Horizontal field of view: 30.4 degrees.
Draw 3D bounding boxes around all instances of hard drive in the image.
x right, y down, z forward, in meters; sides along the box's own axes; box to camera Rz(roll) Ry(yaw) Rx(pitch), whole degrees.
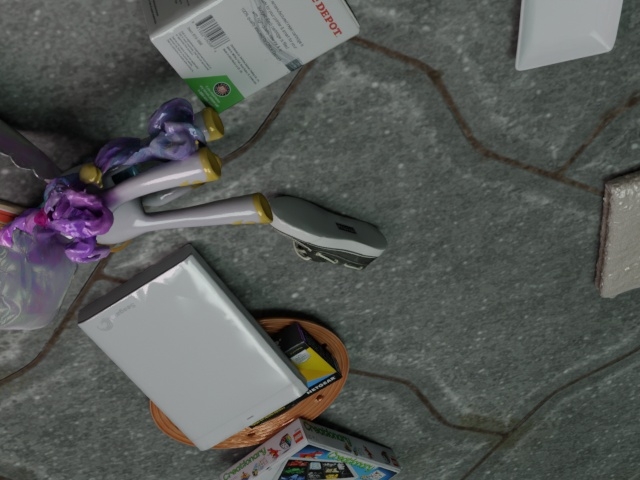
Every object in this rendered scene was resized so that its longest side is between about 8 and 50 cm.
[{"bbox_3d":[-0.186,0.168,1.758,0.203,0.040,0.307,-31,121,12],"label":"hard drive"}]

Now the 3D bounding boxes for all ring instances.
[{"bbox_3d":[-0.116,0.232,1.931,0.336,0.032,0.336,-12,137,-11],"label":"ring"}]

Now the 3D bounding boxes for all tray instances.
[{"bbox_3d":[0.320,-0.340,1.496,0.145,0.030,0.270,-14,138,-9],"label":"tray"}]

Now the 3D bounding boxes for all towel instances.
[{"bbox_3d":[0.545,-0.019,1.920,0.187,0.049,0.282,-17,139,-5],"label":"towel"}]

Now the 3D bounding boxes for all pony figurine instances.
[{"bbox_3d":[-0.280,-0.042,1.395,0.363,0.303,0.351,-20,161,11],"label":"pony figurine"}]

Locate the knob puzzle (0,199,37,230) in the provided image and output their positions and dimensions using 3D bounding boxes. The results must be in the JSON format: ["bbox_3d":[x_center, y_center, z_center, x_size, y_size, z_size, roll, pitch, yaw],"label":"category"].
[{"bbox_3d":[-0.418,0.029,1.589,0.213,0.030,0.213,-12,138,-11],"label":"knob puzzle"}]

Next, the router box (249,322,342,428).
[{"bbox_3d":[-0.074,0.218,1.873,0.179,0.046,0.133,-31,137,12],"label":"router box"}]

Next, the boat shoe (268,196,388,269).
[{"bbox_3d":[0.000,0.000,1.694,0.219,0.078,0.070,18,125,-38],"label":"boat shoe"}]

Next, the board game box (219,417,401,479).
[{"bbox_3d":[-0.013,0.422,2.135,0.193,0.053,0.305,-38,143,19],"label":"board game box"}]

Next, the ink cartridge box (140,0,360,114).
[{"bbox_3d":[-0.080,-0.263,1.370,0.208,0.087,0.153,-28,138,10],"label":"ink cartridge box"}]
